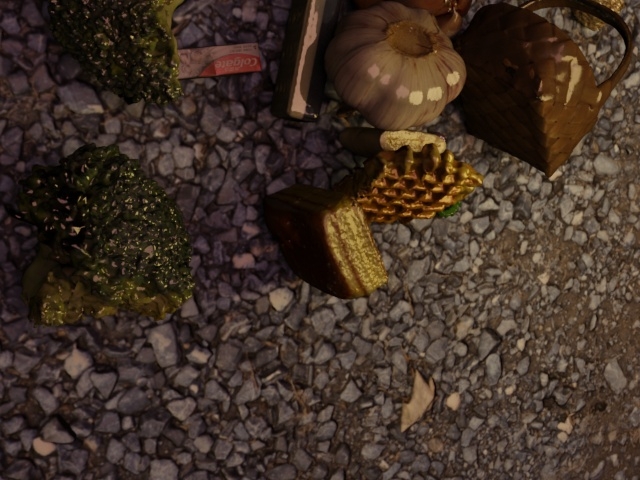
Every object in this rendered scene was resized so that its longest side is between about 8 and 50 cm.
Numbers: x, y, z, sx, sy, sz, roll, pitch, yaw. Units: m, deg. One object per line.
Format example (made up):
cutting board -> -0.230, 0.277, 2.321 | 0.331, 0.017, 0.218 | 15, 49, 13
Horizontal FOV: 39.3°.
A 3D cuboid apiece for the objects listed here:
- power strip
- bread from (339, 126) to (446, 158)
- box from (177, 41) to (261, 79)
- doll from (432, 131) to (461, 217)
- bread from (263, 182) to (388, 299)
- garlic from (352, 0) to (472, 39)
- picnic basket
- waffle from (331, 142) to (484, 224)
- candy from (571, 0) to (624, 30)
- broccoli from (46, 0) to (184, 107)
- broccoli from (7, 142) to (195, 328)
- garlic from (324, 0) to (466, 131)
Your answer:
power strip -> -0.026, -0.343, 1.613 | 0.070, 0.105, 0.257 | 11, 93, -23
bread -> 0.130, -0.178, 1.672 | 0.139, 0.178, 0.060 | 5, 96, -23
box -> -0.211, -0.311, 1.568 | 0.218, 0.039, 0.055 | -10, 101, -23
doll -> 0.234, -0.131, 1.801 | 0.115, 0.050, 0.190 | -43, 115, -17
bread -> 0.000, 0.000, 1.609 | 0.110, 0.234, 0.184 | -30, 111, -22
garlic -> 0.176, -0.463, 1.667 | 0.214, 0.191, 0.160 | 42, 52, -14
picnic basket -> 0.431, -0.344, 1.713 | 0.337, 0.293, 0.337 | -34, 144, -30
waffle -> 0.140, -0.097, 1.632 | 0.283, 0.309, 0.065 | 36, 45, -61
candy -> 0.581, -0.497, 1.879 | 0.095, 0.110, 0.085 | 40, 81, -9
broccoli -> -0.296, -0.373, 1.423 | 0.245, 0.248, 0.288 | -49, 143, -33
broccoli -> -0.369, 0.008, 1.455 | 0.281, 0.348, 0.293 | -33, 70, 14
garlic -> 0.103, -0.283, 1.585 | 0.245, 0.253, 0.245 | 12, 60, -21
